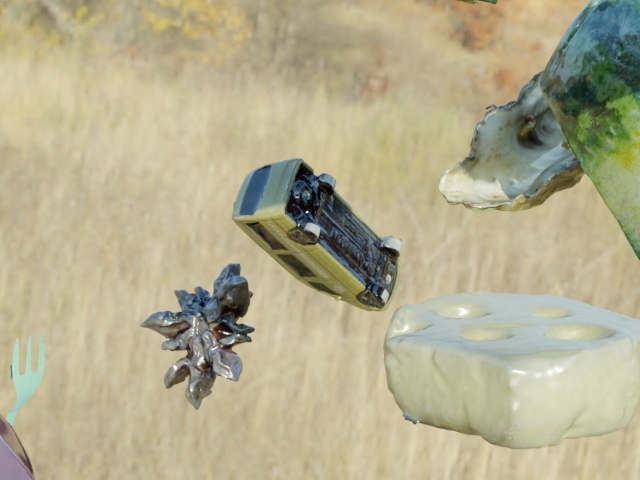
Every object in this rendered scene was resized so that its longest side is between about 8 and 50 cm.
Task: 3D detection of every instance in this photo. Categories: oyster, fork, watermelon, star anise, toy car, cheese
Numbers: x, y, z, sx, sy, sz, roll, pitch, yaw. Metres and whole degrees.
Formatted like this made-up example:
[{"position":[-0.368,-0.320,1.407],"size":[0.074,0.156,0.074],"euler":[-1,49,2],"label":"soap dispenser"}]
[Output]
[{"position":[0.301,-0.150,1.823],"size":[0.166,0.341,0.110],"euler":[25,-22,25],"label":"oyster"},{"position":[-0.304,0.185,1.402],"size":[0.039,0.021,0.235],"euler":[-15,41,17],"label":"fork"},{"position":[0.373,-0.136,1.594],"size":[0.193,0.310,0.232],"euler":[-29,-7,14],"label":"watermelon"},{"position":[-0.198,0.159,2.502],"size":[0.212,0.282,0.129],"euler":[-3,-24,39],"label":"star anise"},{"position":[0.000,0.000,1.898],"size":[0.124,0.101,0.257],"euler":[-6,-37,38],"label":"toy car"},{"position":[0.223,0.144,1.661],"size":[0.318,0.115,0.326],"euler":[2,10,11],"label":"cheese"}]

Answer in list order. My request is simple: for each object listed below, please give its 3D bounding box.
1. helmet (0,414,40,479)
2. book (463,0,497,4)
[{"position":[-0.292,0.247,1.019],"size":[0.271,0.338,0.197],"euler":[-11,-15,-44],"label":"helmet"},{"position":[0.012,-0.327,1.070],"size":[0.371,0.260,0.043],"euler":[4,15,-33],"label":"book"}]
